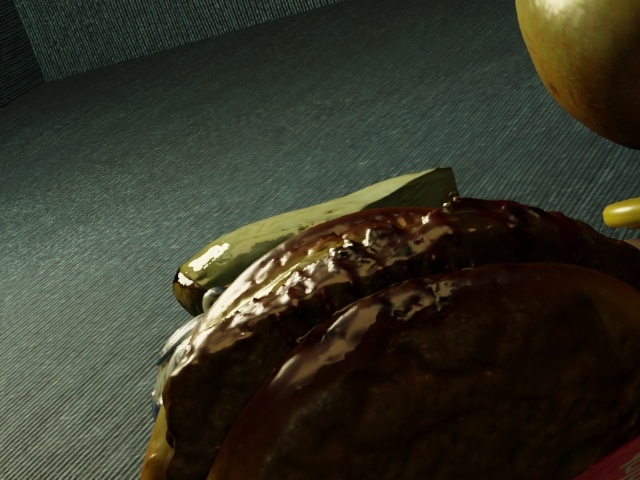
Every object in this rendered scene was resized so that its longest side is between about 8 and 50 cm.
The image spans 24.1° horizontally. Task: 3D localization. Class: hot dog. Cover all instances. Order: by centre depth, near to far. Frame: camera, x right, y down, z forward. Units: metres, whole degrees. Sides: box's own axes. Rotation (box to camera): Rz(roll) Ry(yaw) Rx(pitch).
[{"bbox_3d":[0.055,0.097,1.006,0.405,0.223,0.185,-22,14,-8],"label":"hot dog"}]

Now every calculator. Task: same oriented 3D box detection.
[{"bbox_3d":[0.367,-0.040,1.322,0.234,0.032,0.146,-11,1,16],"label":"calculator"}]

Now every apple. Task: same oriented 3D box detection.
[{"bbox_3d":[0.360,-0.240,1.558,0.319,0.319,0.277,-13,35,23],"label":"apple"}]

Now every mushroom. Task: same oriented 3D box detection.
[{"bbox_3d":[0.000,0.001,1.600,0.333,0.087,0.107,-20,16,-8],"label":"mushroom"}]

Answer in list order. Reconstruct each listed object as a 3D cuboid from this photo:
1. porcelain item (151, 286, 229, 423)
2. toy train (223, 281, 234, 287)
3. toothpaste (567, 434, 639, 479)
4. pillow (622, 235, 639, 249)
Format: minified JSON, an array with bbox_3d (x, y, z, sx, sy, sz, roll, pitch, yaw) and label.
[{"bbox_3d":[-0.011,0.108,1.201,0.288,0.138,0.186,-16,28,17],"label":"porcelain item"},{"bbox_3d":[0.007,0.050,1.436,0.227,0.091,0.136,-22,6,-1],"label":"toy train"},{"bbox_3d":[0.298,0.096,0.860,0.320,0.076,0.066,-33,29,0],"label":"toothpaste"},{"bbox_3d":[0.272,0.023,1.304,0.211,0.034,0.135,-12,20,29],"label":"pillow"}]
